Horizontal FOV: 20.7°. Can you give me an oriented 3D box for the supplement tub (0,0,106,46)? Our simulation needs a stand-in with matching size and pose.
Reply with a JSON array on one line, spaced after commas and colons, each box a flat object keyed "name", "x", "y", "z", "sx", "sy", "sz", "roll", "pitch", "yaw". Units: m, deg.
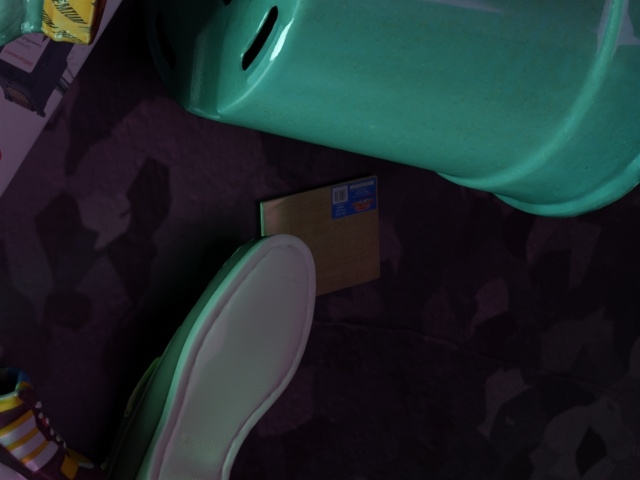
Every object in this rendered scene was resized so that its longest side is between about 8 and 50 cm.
[{"name": "supplement tub", "x": -0.270, "y": -0.224, "z": 1.024, "sx": 0.316, "sy": 0.193, "sz": 0.194, "roll": 14, "pitch": 94, "yaw": -7}]

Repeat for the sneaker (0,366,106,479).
[{"name": "sneaker", "x": -0.226, "y": 0.144, "z": 1.337, "sx": 0.185, "sy": 0.069, "sz": 0.084, "roll": 26, "pitch": 90, "yaw": -42}]

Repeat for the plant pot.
[{"name": "plant pot", "x": 0.065, "y": -0.200, "z": 1.335, "sx": 0.334, "sy": 0.341, "sz": 0.341, "roll": 5, "pitch": 99, "yaw": -32}]

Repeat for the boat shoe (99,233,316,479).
[{"name": "boat shoe", "x": -0.101, "y": 0.129, "z": 1.424, "sx": 0.109, "sy": 0.091, "sz": 0.305, "roll": 28, "pitch": 84, "yaw": -36}]

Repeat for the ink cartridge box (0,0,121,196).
[{"name": "ink cartridge box", "x": -0.243, "y": -0.173, "z": 1.209, "sx": 0.172, "sy": 0.100, "sz": 0.237, "roll": 37, "pitch": 78, "yaw": -39}]

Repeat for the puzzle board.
[{"name": "puzzle board", "x": 0.000, "y": 0.000, "z": 1.525, "sx": 0.128, "sy": 0.011, "sz": 0.096, "roll": -15, "pitch": 111, "yaw": -37}]
